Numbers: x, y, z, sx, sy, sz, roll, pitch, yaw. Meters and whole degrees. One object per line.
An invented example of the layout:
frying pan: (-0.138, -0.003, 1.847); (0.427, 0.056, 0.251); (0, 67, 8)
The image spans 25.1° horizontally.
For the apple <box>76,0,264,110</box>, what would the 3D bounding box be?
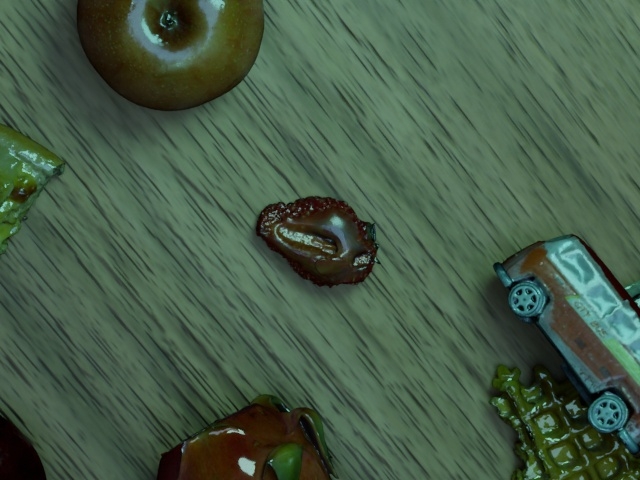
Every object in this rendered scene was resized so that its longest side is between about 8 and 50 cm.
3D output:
apple: (-0.159, -0.238, 1.536); (0.201, 0.162, 0.201); (-1, 97, -11)

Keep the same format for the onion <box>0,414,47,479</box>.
onion: (-0.409, 0.283, 1.517); (0.272, 0.195, 0.272); (7, 75, -29)

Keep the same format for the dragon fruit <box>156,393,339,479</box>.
dragon fruit: (-0.069, 0.292, 1.584); (0.224, 0.224, 0.227); (-33, 94, -5)

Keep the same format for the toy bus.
toy bus: (0.310, 0.108, 1.629); (0.120, 0.121, 0.265); (-37, 76, 8)

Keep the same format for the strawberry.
strawberry: (0.001, 0.001, 1.645); (0.152, 0.048, 0.104); (13, 90, -13)

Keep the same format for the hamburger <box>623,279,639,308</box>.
hamburger: (0.392, 0.110, 1.711); (0.140, 0.062, 0.133); (-23, 100, -8)

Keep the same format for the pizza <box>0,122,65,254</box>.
pizza: (-0.447, -0.039, 1.552); (0.323, 0.089, 0.223); (8, 91, -9)

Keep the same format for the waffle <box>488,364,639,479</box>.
waffle: (0.274, 0.306, 1.710); (0.259, 0.069, 0.293); (23, 93, -10)
